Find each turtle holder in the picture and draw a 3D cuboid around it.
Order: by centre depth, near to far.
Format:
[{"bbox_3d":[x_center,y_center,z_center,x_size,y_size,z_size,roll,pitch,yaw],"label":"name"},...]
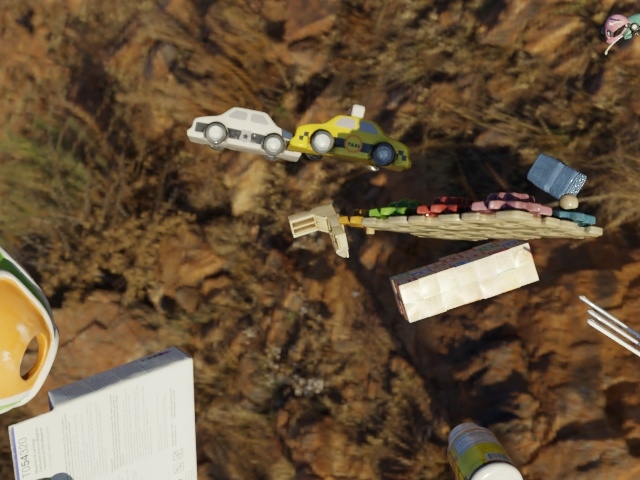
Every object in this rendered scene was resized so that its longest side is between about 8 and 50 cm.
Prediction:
[{"bbox_3d":[-0.460,0.114,1.101,0.320,0.227,0.243,-30,44,32],"label":"turtle holder"}]

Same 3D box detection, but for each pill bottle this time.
[{"bbox_3d":[0.342,0.475,1.992,0.215,0.117,0.117,-117,47,-70],"label":"pill bottle"}]

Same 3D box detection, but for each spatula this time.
[{"bbox_3d":[0.591,0.188,1.744,0.019,0.242,0.168,-55,2,20],"label":"spatula"}]

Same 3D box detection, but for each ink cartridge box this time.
[{"bbox_3d":[-0.358,0.374,1.558,0.071,0.330,0.324,25,121,45],"label":"ink cartridge box"}]

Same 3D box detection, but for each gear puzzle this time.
[{"bbox_3d":[0.154,-0.031,1.116,0.339,0.176,0.044,-1,83,50],"label":"gear puzzle"}]

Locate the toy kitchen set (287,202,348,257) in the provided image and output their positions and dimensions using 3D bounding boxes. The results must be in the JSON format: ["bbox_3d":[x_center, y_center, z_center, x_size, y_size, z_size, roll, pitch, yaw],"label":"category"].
[{"bbox_3d":[0.000,0.000,1.467,0.083,0.075,0.068,-114,8,-50],"label":"toy kitchen set"}]

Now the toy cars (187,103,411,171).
[{"bbox_3d":[-0.036,-0.173,1.475,0.394,0.176,0.087,9,87,35],"label":"toy cars"}]

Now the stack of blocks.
[{"bbox_3d":[0.311,0.083,2.082,0.171,0.297,0.087,-136,28,-83],"label":"stack of blocks"}]

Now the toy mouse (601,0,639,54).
[{"bbox_3d":[0.499,-0.354,1.520,0.031,0.161,0.143,61,151,12],"label":"toy mouse"}]

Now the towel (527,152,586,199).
[{"bbox_3d":[0.464,-0.123,1.846,0.067,0.029,0.119,-58,41,10],"label":"towel"}]
